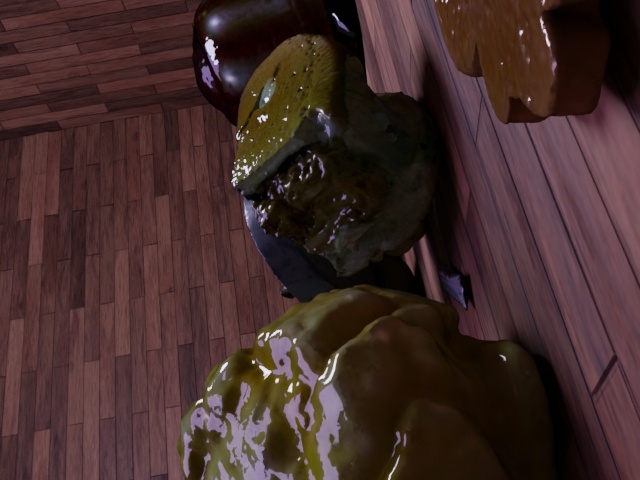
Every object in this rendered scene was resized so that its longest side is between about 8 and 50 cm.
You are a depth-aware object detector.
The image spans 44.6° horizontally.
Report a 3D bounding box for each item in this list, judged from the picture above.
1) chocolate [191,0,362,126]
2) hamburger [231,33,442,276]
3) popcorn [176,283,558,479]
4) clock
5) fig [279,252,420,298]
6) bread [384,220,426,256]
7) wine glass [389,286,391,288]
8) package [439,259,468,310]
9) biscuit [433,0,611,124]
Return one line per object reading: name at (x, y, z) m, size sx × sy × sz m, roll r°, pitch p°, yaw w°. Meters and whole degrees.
chocolate at (-0.095, -0.394, 1.574) m, size 0.383 × 0.331 × 0.383 m, roll 172°, pitch 90°, yaw -90°
hamburger at (0.023, -0.109, 0.845) m, size 0.168 × 0.192 × 0.288 m, roll 37°, pitch -145°, yaw -34°
popcorn at (0.032, 0.209, 0.624) m, size 0.292 × 0.294 × 0.334 m, roll -107°, pitch 6°, yaw -75°
clock at (0.000, 0.000, 0.930) m, size 0.215 × 0.042 × 0.215 m, roll 40°, pitch -154°, yaw -25°
fig at (0.035, 0.070, 1.239) m, size 0.259 × 0.151 × 0.151 m, roll 21°, pitch 132°, yaw 42°
bread at (0.083, -0.066, 1.012) m, size 0.119 × 0.084 × 0.177 m, roll 71°, pitch 179°, yaw -72°
wine glass at (0.068, 0.206, 0.976) m, size 0.323 × 0.238 × 0.238 m, roll -115°, pitch 13°, yaw -53°
package at (0.142, 0.046, 0.835) m, size 0.110 × 0.015 × 0.037 m, roll -113°, pitch 14°, yaw -82°
biscuit at (0.094, -0.172, 0.420) m, size 0.288 × 0.044 × 0.202 m, roll -104°, pitch 3°, yaw -57°
